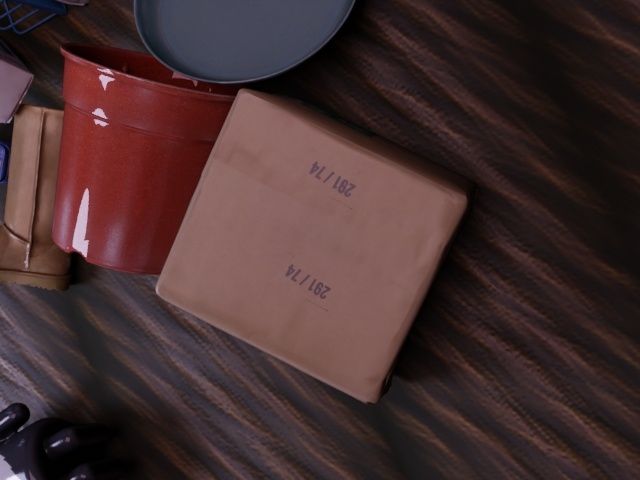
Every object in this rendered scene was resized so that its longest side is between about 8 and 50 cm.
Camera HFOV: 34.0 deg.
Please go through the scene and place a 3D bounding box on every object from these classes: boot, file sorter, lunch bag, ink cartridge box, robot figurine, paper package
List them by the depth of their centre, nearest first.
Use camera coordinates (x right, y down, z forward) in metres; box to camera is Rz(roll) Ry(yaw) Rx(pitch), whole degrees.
[{"bbox_3d":[0.000,0.000,1.358,0.325,0.168,0.309,26,99,8],"label":"paper package"},{"bbox_3d":[-0.429,0.370,1.544,0.278,0.173,0.209,-32,35,18],"label":"robot figurine"},{"bbox_3d":[-0.543,-0.276,1.556,0.092,0.158,0.218,-56,44,11],"label":"ink cartridge box"},{"bbox_3d":[-0.489,-0.389,1.575,0.104,0.170,0.118,-23,82,23],"label":"file sorter"},{"bbox_3d":[-0.465,-0.074,1.580,0.236,0.089,0.270,9,96,-15],"label":"boot"},{"bbox_3d":[-0.520,-0.127,1.640,0.098,0.065,0.067,13,95,20],"label":"lunch bag"}]

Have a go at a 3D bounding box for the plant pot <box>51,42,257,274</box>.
[{"bbox_3d":[-0.246,-0.108,1.445,0.272,0.272,0.265,20,105,20],"label":"plant pot"}]

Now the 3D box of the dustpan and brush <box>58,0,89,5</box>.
[{"bbox_3d":[-0.424,-0.438,1.533,0.060,0.211,0.147,11,94,31],"label":"dustpan and brush"}]

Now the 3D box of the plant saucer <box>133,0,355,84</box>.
[{"bbox_3d":[-0.098,-0.338,1.434,0.317,0.044,0.318,-5,63,9],"label":"plant saucer"}]
